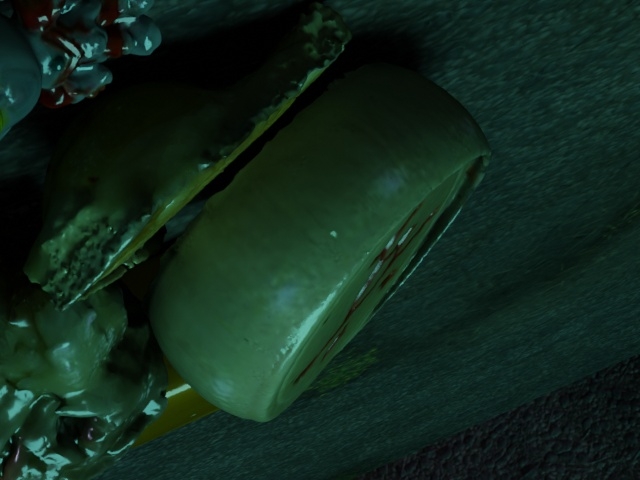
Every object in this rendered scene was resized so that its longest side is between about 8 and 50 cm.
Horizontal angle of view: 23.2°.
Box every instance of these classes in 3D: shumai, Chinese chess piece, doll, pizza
[{"bbox_3d":[-0.193,0.066,0.957,0.206,0.166,0.175,-22,159,-20],"label":"shumai"},{"bbox_3d":[0.000,0.000,0.998,0.250,0.103,0.250,-47,170,-11],"label":"Chinese chess piece"},{"bbox_3d":[-0.156,-0.079,0.707,0.180,0.079,0.094,-25,135,-22],"label":"doll"},{"bbox_3d":[-0.082,-0.062,0.872,0.204,0.080,0.188,-43,-179,25],"label":"pizza"}]

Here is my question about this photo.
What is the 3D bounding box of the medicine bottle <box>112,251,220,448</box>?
[{"bbox_3d":[-0.140,0.090,1.197,0.222,0.112,0.149,-23,165,-6],"label":"medicine bottle"}]
